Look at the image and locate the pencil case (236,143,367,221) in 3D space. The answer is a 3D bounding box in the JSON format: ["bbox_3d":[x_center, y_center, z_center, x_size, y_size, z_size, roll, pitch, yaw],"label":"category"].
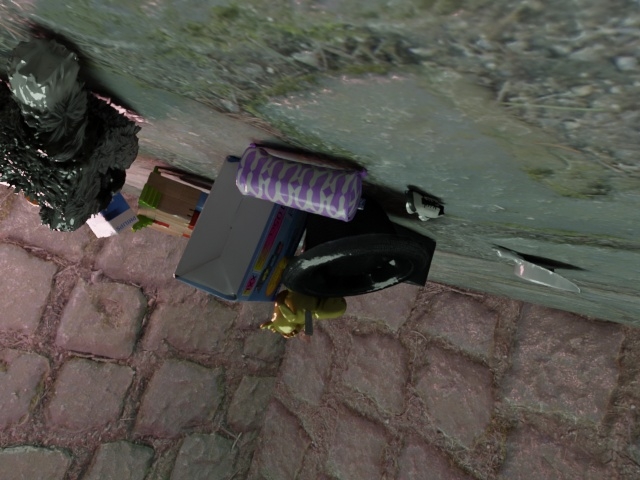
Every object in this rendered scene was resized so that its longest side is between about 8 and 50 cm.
[{"bbox_3d":[-0.031,-0.093,0.755,0.206,0.088,0.086,14,178,12],"label":"pencil case"}]

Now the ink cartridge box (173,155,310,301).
[{"bbox_3d":[-0.147,-0.003,1.101,0.151,0.270,0.395,23,177,8],"label":"ink cartridge box"}]

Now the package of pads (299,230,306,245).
[{"bbox_3d":[0.000,0.000,1.714,0.296,0.101,0.229,19,175,-42],"label":"package of pads"}]

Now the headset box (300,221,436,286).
[{"bbox_3d":[0.135,0.020,1.287,0.246,0.131,0.283,20,174,-36],"label":"headset box"}]

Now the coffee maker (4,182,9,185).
[{"bbox_3d":[-0.673,-0.204,1.082,0.120,0.178,0.171,18,175,-12],"label":"coffee maker"}]

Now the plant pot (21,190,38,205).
[{"bbox_3d":[-0.762,-0.206,1.421,0.205,0.205,0.188,13,-169,30],"label":"plant pot"}]

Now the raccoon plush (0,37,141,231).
[{"bbox_3d":[-0.463,-0.214,0.728,0.299,0.216,0.446,30,145,-4],"label":"raccoon plush"}]

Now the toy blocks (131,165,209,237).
[{"bbox_3d":[-0.408,-0.080,1.435,0.261,0.191,0.381,20,164,-18],"label":"toy blocks"}]

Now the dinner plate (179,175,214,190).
[{"bbox_3d":[-0.349,-0.169,1.408,0.141,0.017,0.141,16,175,1],"label":"dinner plate"}]

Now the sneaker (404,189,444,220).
[{"bbox_3d":[0.174,-0.062,0.791,0.043,0.040,0.109,-7,167,33],"label":"sneaker"}]

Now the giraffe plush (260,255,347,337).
[{"bbox_3d":[-0.052,0.161,1.139,0.181,0.210,0.170,30,140,-13],"label":"giraffe plush"}]

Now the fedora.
[{"bbox_3d":[0.064,0.007,0.969,0.334,0.152,0.334,-8,160,-3],"label":"fedora"}]

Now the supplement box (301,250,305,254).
[{"bbox_3d":[-0.022,0.072,1.208,0.083,0.083,0.056,43,-163,-12],"label":"supplement box"}]

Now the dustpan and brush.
[{"bbox_3d":[0.484,0.059,1.102,0.211,0.060,0.147,11,-170,-14],"label":"dustpan and brush"}]

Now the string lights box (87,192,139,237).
[{"bbox_3d":[-0.616,-0.136,1.263,0.133,0.077,0.260,-5,121,42],"label":"string lights box"}]
